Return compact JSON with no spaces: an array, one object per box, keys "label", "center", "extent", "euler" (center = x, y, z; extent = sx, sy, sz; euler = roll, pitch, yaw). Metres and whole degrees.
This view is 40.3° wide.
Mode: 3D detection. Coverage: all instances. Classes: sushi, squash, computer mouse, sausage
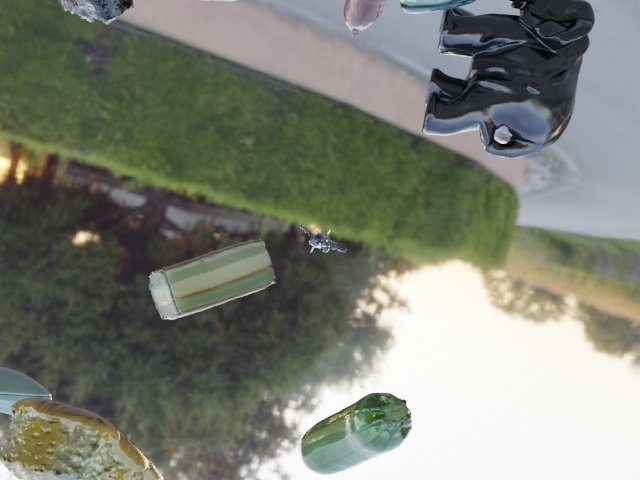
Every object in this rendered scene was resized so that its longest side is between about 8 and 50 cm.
[{"label":"sushi","center":[-0.364,-0.402,1.374],"extent":[0.150,0.090,0.078],"euler":[28,155,26]},{"label":"squash","center":[0.043,0.228,1.025],"extent":[0.077,0.068,0.219],"euler":[8,152,-24]},{"label":"computer mouse","center":[-0.736,0.322,1.932],"extent":[0.288,0.097,0.159],"euler":[24,167,-35]},{"label":"sausage","center":[0.136,-0.553,1.694],"extent":[0.087,0.088,0.433],"euler":[14,147,-16]}]

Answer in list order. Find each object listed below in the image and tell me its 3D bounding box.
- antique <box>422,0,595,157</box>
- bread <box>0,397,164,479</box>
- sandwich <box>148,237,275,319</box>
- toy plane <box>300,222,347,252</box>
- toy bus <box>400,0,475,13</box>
[{"label":"antique","center":[0.314,-0.293,1.457],"extent":[0.255,0.322,0.185],"euler":[9,170,5]},{"label":"bread","center":[-0.327,0.310,1.201],"extent":[0.174,0.121,0.245],"euler":[14,152,28]},{"label":"sandwich","center":[-0.165,0.057,1.311],"extent":[0.163,0.079,0.113],"euler":[-20,-178,-24]},{"label":"toy plane","center":[0.000,0.000,1.283],"extent":[0.078,0.031,0.083],"euler":[29,-164,9]},{"label":"toy bus","center":[0.173,-0.512,1.355],"extent":[0.133,0.276,0.164],"euler":[-3,160,28]}]
